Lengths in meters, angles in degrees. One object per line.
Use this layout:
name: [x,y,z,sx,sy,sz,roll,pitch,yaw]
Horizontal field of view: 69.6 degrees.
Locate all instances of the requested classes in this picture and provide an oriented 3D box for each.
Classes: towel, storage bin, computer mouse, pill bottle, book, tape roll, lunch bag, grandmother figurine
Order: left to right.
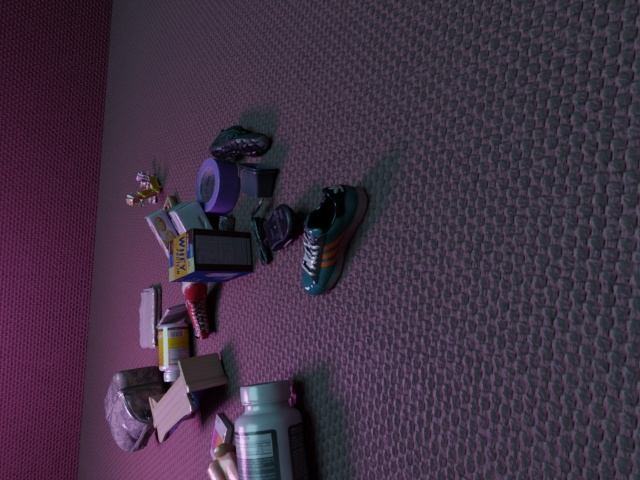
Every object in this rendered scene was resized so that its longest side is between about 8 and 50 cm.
lunch bag: [-0.780,0.722,1.958,0.305,0.212,0.256,-55,47,34]
towel: [-0.793,0.361,2.141,0.187,0.049,0.283,-15,75,51]
towel: [-0.581,0.294,1.825,0.152,0.113,0.023,-47,66,39]
pill bottle: [-0.569,0.434,1.792,0.117,0.117,0.215,-21,71,49]
tape roll: [-0.363,-0.190,1.619,0.189,0.080,0.189,-7,81,52]
book: [-0.336,0.671,1.546,0.096,0.035,0.144,23,104,54]
grandmother figurine: [-0.239,0.785,1.361,0.342,0.104,0.208,41,127,48]
storage bin: [-0.202,-0.184,1.411,0.135,0.098,0.091,23,115,50]
pill bottle: [-0.126,0.529,1.175,0.176,0.176,0.319,-24,68,48]
computer mouse: [-0.129,-0.056,1.332,0.262,0.060,0.184,-49,55,53]

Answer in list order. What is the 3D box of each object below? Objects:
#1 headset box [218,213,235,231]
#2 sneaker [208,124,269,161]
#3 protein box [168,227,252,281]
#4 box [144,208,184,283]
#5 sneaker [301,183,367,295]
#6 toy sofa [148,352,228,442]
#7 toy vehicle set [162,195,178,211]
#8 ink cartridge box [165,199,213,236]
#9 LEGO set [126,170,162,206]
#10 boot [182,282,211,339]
headset box: [-0.327,-0.050,1.598,0.062,0.032,0.083,14,99,52]
sneaker: [-0.264,-0.330,1.491,0.267,0.101,0.106,3,69,41]
protein box: [-0.359,0.054,1.493,0.199,0.201,0.136,-20,71,49]
box: [-0.529,0.040,1.685,0.063,0.067,0.324,9,127,56]
sneaker: [0.000,0.000,1.107,0.108,0.121,0.302,44,120,45]
toy sofa: [-0.468,0.560,1.628,0.362,0.150,0.177,-49,56,38]
toy vehicle set: [-0.638,-0.047,1.990,0.166,0.035,0.267,-57,46,31]
ink cartridge box: [-0.482,-0.055,1.676,0.219,0.092,0.160,0,120,60]
LEGO set: [-0.822,-0.212,2.161,0.287,0.132,0.107,-101,29,-53]
boot: [-0.426,0.248,1.624,0.244,0.088,0.176,108,145,-54]
